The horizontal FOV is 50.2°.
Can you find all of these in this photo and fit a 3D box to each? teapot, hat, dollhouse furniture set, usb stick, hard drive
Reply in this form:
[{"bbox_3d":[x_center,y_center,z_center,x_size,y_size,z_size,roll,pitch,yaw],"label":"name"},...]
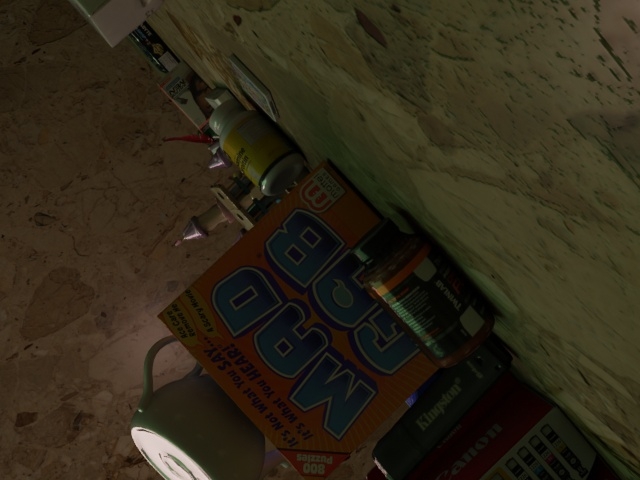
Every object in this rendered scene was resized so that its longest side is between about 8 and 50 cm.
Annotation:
[{"bbox_3d":[-0.188,0.317,1.173,0.252,0.187,0.256,26,143,20],"label":"teapot"},{"bbox_3d":[-0.351,-0.299,2.087,0.208,0.183,0.173,49,177,-26],"label":"hat"},{"bbox_3d":[-0.120,-0.112,1.424,0.129,0.129,0.183,48,161,-19],"label":"dollhouse furniture set"},{"bbox_3d":[0.183,0.260,1.052,0.045,0.278,0.077,23,-159,-46],"label":"usb stick"},{"bbox_3d":[-0.139,-0.218,1.565,0.307,0.040,0.203,48,177,-21],"label":"hard drive"}]

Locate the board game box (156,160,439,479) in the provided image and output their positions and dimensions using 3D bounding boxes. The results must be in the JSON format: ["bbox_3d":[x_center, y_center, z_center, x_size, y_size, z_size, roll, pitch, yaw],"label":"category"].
[{"bbox_3d":[0.000,0.136,1.202,0.356,0.356,0.356,47,177,3],"label":"board game box"}]

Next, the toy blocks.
[{"bbox_3d":[-0.249,-0.097,1.734,0.309,0.260,0.288,58,-174,-10],"label":"toy blocks"}]

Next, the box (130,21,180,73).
[{"bbox_3d":[-0.479,-0.550,1.904,0.175,0.051,0.220,49,177,-24],"label":"box"}]

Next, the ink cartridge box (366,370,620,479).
[{"bbox_3d":[0.276,0.393,1.102,0.272,0.309,0.130,48,177,-13],"label":"ink cartridge box"}]

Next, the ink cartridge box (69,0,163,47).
[{"bbox_3d":[-0.409,-0.484,1.088,0.306,0.131,0.226,49,176,-8],"label":"ink cartridge box"}]

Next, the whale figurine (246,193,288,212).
[{"bbox_3d":[-0.141,-0.110,2.006,0.216,0.141,0.272,49,176,-22],"label":"whale figurine"}]

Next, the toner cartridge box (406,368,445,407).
[{"bbox_3d":[0.241,0.271,1.337,0.348,0.165,0.075,89,176,-86],"label":"toner cartridge box"}]

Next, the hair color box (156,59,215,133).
[{"bbox_3d":[-0.328,-0.369,1.753,0.167,0.093,0.053,46,177,8],"label":"hair color box"}]

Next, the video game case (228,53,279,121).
[{"bbox_3d":[-0.104,-0.241,1.090,0.087,0.011,0.122,47,177,9],"label":"video game case"}]

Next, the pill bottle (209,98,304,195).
[{"bbox_3d":[-0.124,-0.178,1.281,0.184,0.103,0.103,46,177,16],"label":"pill bottle"}]

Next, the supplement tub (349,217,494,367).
[{"bbox_3d":[0.128,0.065,0.895,0.198,0.106,0.106,47,177,-4],"label":"supplement tub"}]
